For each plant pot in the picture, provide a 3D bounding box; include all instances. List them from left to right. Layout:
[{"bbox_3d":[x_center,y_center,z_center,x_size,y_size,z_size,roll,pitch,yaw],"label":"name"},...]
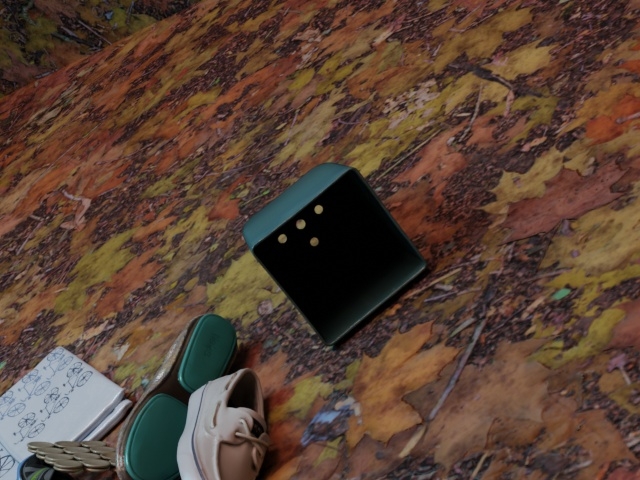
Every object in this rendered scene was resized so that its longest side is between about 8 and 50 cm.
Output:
[{"bbox_3d":[0.000,0.000,1.769,0.165,0.166,0.234,-39,16,-3],"label":"plant pot"}]

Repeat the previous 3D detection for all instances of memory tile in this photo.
[{"bbox_3d":[-0.314,0.285,1.769,0.148,0.113,0.012,9,95,60],"label":"memory tile"}]

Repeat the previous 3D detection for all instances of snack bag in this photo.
[{"bbox_3d":[-0.455,0.309,1.976,0.342,0.037,0.323,-44,26,-14],"label":"snack bag"}]

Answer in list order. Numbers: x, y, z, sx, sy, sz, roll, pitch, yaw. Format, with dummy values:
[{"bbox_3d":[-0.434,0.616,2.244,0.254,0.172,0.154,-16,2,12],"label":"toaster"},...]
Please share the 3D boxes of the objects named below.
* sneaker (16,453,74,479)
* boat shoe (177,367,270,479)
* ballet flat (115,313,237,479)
[{"bbox_3d":[-0.355,0.328,1.753,0.078,0.067,0.188,-24,16,-5],"label":"sneaker"},{"bbox_3d":[-0.101,0.236,1.570,0.088,0.096,0.267,-36,16,12],"label":"boat shoe"},{"bbox_3d":[-0.190,0.225,1.719,0.106,0.107,0.316,-44,10,39],"label":"ballet flat"}]
